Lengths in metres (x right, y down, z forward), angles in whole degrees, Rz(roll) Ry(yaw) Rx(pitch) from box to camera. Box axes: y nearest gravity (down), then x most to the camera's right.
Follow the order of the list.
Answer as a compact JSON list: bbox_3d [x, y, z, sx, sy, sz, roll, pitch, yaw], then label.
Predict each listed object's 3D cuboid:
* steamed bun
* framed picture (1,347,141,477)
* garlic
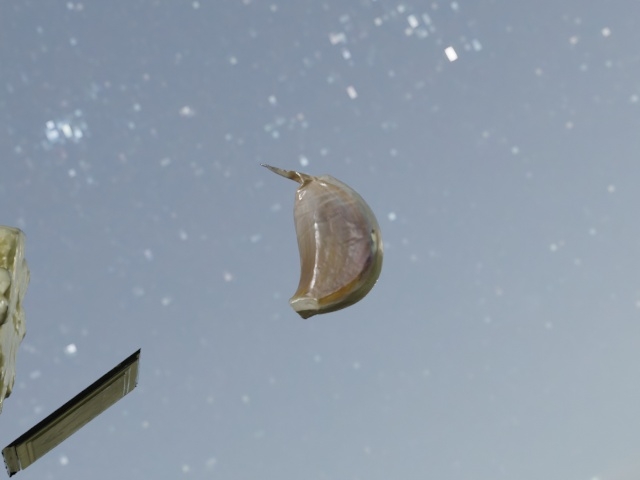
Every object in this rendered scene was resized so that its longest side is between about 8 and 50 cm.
[{"bbox_3d":[-0.506,0.120,2.216,0.137,0.292,0.295,5,-3,-7],"label":"steamed bun"},{"bbox_3d":[-0.285,0.205,1.763,0.195,0.010,0.199,-36,-9,-17],"label":"framed picture"},{"bbox_3d":[0.007,-0.010,1.848,0.129,0.198,0.090,-8,-11,-13],"label":"garlic"}]
